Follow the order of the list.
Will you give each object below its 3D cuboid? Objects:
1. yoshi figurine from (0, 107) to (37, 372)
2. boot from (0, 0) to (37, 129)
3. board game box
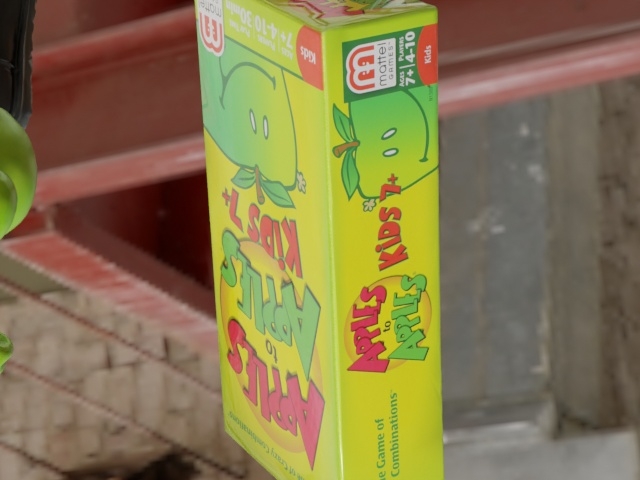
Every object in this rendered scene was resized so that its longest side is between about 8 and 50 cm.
[{"bbox_3d":[-0.321,0.018,1.408,0.203,0.362,0.203,10,-126,-41],"label":"yoshi figurine"},{"bbox_3d":[-0.339,-0.215,1.674,0.207,0.094,0.246,14,-109,-67],"label":"boot"},{"bbox_3d":[0.000,0.000,0.648,0.043,0.092,0.181,-15,-63,-26],"label":"board game box"}]
